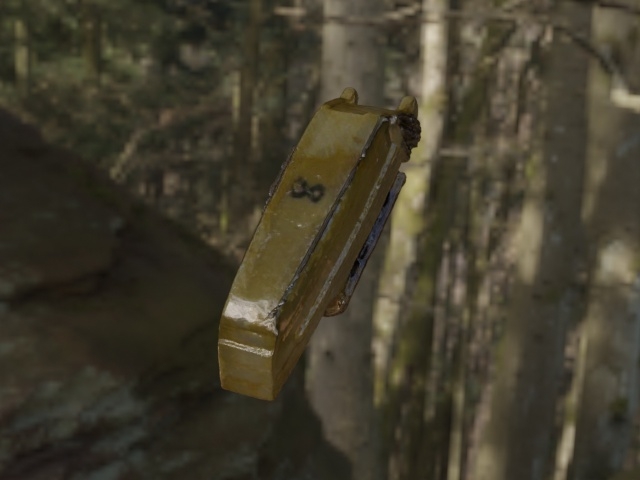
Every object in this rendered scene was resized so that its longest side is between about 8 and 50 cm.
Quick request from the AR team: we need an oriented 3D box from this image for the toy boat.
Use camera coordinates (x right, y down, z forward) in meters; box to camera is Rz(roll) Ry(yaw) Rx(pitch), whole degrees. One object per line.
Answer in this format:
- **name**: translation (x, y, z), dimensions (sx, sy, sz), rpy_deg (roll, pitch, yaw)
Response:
- **toy boat**: translation (0.000, 0.000, 0.995), dimensions (0.068, 0.088, 0.226), rpy_deg (13, 61, 23)
